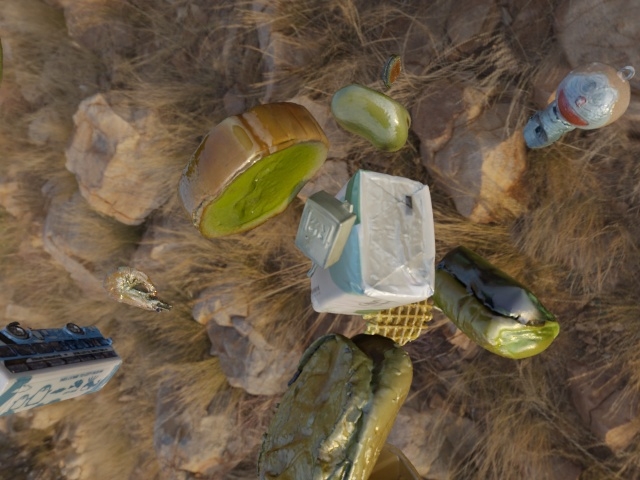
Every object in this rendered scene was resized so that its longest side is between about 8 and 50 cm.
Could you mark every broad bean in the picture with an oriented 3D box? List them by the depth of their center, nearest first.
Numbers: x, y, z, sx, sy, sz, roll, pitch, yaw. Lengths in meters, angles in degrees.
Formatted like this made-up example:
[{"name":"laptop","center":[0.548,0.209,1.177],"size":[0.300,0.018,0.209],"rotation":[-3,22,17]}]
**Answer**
[{"name":"broad bean","center":[0.153,-0.359,1.235],"size":[0.189,0.263,0.121],"rotation":[-24,51,60]}]

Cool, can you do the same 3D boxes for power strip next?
[{"name":"power strip","center":[0.000,0.000,0.680],"size":[0.075,0.042,0.175],"rotation":[39,137,21]}]

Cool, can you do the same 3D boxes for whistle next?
[{"name":"whistle","center":[0.705,-0.366,1.191],"size":[0.189,0.189,0.348],"rotation":[65,153,10]}]

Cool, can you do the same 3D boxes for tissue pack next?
[{"name":"tissue pack","center":[0.102,0.027,0.982],"size":[0.356,0.194,0.265],"rotation":[137,137,-67]}]

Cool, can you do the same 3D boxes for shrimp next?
[{"name":"shrimp","center":[-0.452,0.127,1.057],"size":[0.099,0.180,0.041],"rotation":[-55,21,5]}]

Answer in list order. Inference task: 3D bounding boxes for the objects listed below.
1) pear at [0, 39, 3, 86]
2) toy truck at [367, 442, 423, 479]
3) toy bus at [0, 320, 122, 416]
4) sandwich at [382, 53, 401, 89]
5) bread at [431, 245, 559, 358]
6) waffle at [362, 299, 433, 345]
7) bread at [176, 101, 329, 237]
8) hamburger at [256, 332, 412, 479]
[{"name":"pear","center":[-0.586,-0.261,0.548],"size":[0.399,0.165,0.398],"rotation":[8,119,14]},{"name":"toy truck","center":[0.117,0.605,0.950],"size":[0.288,0.205,0.211],"rotation":[32,127,56]},{"name":"toy bus","center":[-0.518,0.231,0.785],"size":[0.131,0.297,0.106],"rotation":[39,89,15]},{"name":"sandwich","center":[0.233,-0.551,1.363],"size":[0.026,0.069,0.101],"rotation":[33,98,44]},{"name":"bread","center":[0.462,0.176,1.184],"size":[0.208,0.251,0.376],"rotation":[-53,26,4]},{"name":"waffle","center":[0.295,0.278,1.570],"size":[0.062,0.330,0.328],"rotation":[17,110,56]},{"name":"bread","center":[-0.090,-0.091,0.591],"size":[0.070,0.236,0.236],"rotation":[54,128,10]},{"name":"hamburger","center":[0.025,0.270,0.649],"size":[0.284,0.134,0.265],"rotation":[-61,18,-17]}]
